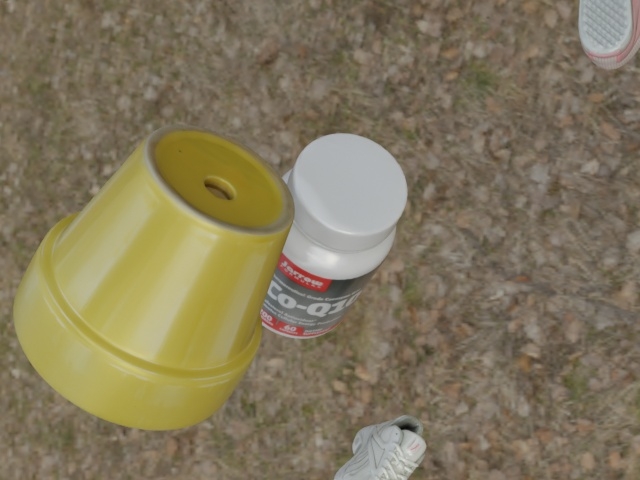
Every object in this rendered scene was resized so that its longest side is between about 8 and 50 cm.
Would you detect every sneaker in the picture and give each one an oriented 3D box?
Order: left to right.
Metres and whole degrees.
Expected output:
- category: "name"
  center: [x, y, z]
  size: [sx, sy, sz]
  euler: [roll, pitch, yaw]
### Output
- category: "sneaker"
  center: [0.093, 0.314, 1.372]
  size: [0.115, 0.090, 0.232]
  euler: [-38, 13, 25]
- category: "sneaker"
  center: [0.214, -0.189, 0.716]
  size: [0.051, 0.070, 0.134]
  euler: [4, 82, 23]

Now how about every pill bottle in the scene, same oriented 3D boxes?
- category: "pill bottle"
  center: [0.000, 0.000, 1.228]
  size: [0.283, 0.161, 0.161]
  euler: [118, 140, -59]

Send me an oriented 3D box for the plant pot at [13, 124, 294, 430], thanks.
- category: "plant pot"
  center: [-0.152, 0.024, 1.000]
  size: [0.239, 0.254, 0.254]
  euler: [-55, 49, 31]
